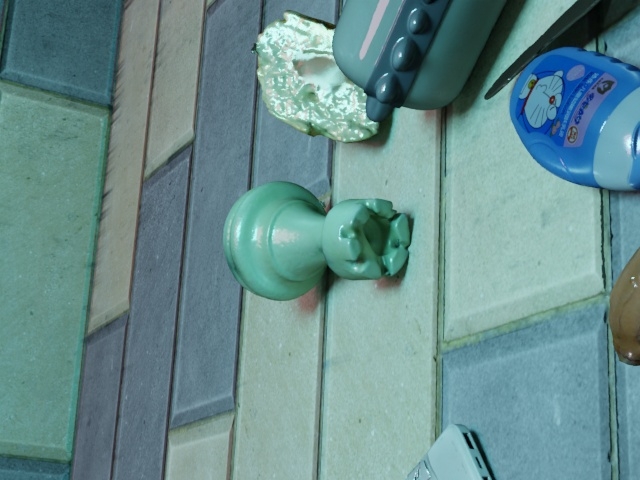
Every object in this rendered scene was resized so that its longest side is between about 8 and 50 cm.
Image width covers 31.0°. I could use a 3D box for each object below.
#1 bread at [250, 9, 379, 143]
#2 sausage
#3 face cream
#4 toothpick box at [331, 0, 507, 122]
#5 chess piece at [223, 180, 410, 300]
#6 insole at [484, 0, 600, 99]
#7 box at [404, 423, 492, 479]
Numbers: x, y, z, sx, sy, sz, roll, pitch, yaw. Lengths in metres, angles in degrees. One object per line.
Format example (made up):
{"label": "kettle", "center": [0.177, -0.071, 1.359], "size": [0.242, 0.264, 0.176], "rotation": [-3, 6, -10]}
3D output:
{"label": "bread", "center": [-0.005, -0.264, 1.849], "size": [0.184, 0.211, 0.224], "rotation": [-66, 23, 7]}
{"label": "sausage", "center": [0.377, -0.008, 1.140], "size": [0.087, 0.079, 0.327], "rotation": [48, 125, 28]}
{"label": "face cream", "center": [0.315, -0.132, 1.306], "size": [0.149, 0.083, 0.264], "rotation": [-66, 29, 11]}
{"label": "toothpick box", "center": [0.138, -0.315, 1.587], "size": [0.316, 0.229, 0.229], "rotation": [-66, 29, 24]}
{"label": "chess piece", "center": [0.000, 0.000, 1.783], "size": [0.299, 0.194, 0.195], "rotation": [-1, 78, 54]}
{"label": "insole", "center": [0.304, -0.273, 1.405], "size": [0.328, 0.007, 0.111], "rotation": [-43, 8, 45]}
{"label": "box", "center": [0.133, 0.374, 1.495], "size": [0.285, 0.044, 0.142], "rotation": [-58, 35, 33]}
